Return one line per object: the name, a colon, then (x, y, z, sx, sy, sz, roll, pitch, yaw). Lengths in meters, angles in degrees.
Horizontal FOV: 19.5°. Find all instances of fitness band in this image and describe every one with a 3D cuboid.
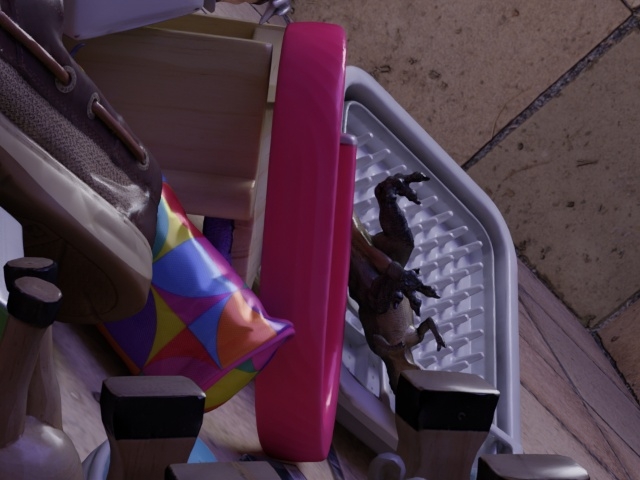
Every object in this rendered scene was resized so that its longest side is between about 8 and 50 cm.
fitness band: (-0.007, 0.001, 1.232, 0.209, 0.054, 0.291, 0, 93, -88)

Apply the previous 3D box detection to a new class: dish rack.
dish rack: (0.064, 0.050, 1.524, 0.285, 0.072, 0.333, 41, 39, -37)

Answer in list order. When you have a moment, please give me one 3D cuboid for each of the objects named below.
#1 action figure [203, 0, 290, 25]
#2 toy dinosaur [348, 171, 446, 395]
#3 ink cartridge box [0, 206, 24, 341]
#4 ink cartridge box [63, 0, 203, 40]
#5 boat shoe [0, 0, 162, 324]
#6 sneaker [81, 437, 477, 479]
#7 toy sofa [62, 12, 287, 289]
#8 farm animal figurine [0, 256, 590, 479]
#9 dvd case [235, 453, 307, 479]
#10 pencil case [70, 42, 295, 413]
action figure: (-0.110, -0.224, 1.391, 0.185, 0.285, 0.099, -55, 148, -70)
toy dinosaur: (0.046, 0.013, 1.356, 0.268, 0.064, 0.118, 69, -23, 9)
ink cartridge box: (-0.225, -0.031, 0.825, 0.209, 0.062, 0.109, 45, 10, -24)
ink cartridge box: (-0.198, -0.273, 1.181, 0.278, 0.201, 0.117, 28, 33, 34)
boat shoe: (-0.189, -0.096, 0.941, 0.342, 0.123, 0.123, 47, 47, -37)
sneaker: (0.011, 0.142, 0.775, 0.127, 0.208, 0.319, 41, 12, -35)
toy sofa: (-0.100, -0.074, 1.356, 0.150, 0.177, 0.362, 8, 9, 3)
farm animal figurine: (-0.064, 0.126, 0.573, 0.326, 0.172, 0.330, 6, 16, -5)
dvd case: (-0.001, 0.185, 1.156, 0.119, 0.013, 0.087, 54, 10, 21)
pencil case: (-0.119, -0.003, 1.111, 0.236, 0.104, 0.104, 52, 9, 10)
